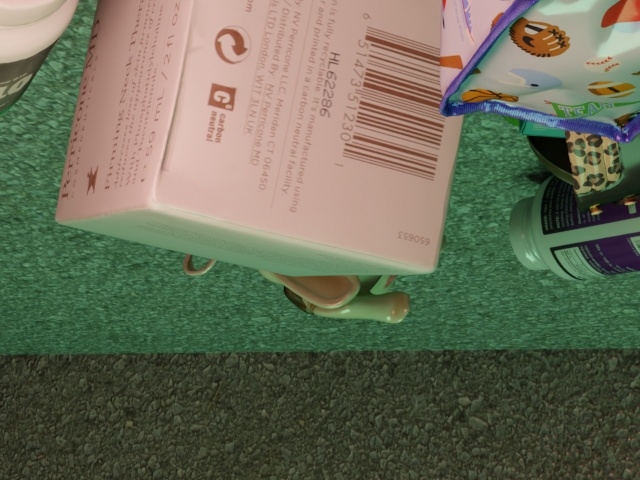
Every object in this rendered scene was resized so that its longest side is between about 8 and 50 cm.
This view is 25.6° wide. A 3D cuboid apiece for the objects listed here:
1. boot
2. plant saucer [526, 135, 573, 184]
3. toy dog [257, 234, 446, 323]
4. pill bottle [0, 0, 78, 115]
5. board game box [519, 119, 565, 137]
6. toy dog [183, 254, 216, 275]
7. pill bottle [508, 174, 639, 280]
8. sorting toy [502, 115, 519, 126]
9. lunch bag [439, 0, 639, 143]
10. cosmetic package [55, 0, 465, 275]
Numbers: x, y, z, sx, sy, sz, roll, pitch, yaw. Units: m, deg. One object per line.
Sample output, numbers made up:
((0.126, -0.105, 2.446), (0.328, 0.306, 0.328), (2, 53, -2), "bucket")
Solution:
((0.440, -0.083, 1.633), (0.284, 0.138, 0.377), (-8, 143, 15), "boot")
((0.373, -0.123, 1.948), (0.199, 0.198, 0.036), (7, 128, -10), "plant saucer")
((0.000, 0.000, 2.306), (0.396, 0.284, 0.408), (12, 167, 18), "toy dog")
((-0.383, -0.270, 1.566), (0.204, 0.204, 0.361), (10, 163, -21), "pill bottle")
((0.380, -0.237, 1.595), (0.254, 0.079, 0.336), (4, 148, -2), "board game box")
((-0.163, -0.119, 2.059), (0.161, 0.220, 0.334), (24, 127, -41), "toy dog")
((0.464, -0.036, 2.237), (0.181, 0.181, 0.323), (18, 159, -41), "pill bottle")
((0.254, -0.215, 1.851), (0.366, 0.127, 0.126), (17, -176, -41), "sorting toy")
((0.226, -0.297, 1.128), (0.239, 0.327, 0.385), (5, 165, -10), "lunch bag")
((-0.069, -0.147, 1.574), (0.327, 0.329, 0.394), (13, 173, -23), "cosmetic package")
